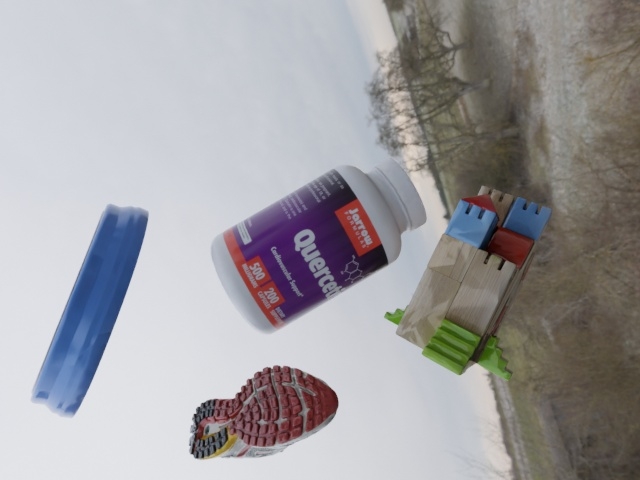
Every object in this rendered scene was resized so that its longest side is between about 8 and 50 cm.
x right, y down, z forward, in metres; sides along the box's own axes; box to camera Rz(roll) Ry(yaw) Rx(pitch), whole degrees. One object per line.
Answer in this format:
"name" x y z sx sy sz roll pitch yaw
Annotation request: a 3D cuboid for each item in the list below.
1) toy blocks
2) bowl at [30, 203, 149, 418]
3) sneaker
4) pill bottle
"toy blocks" 0.246 0.045 0.701 0.261 0.190 0.381 -65 -26 2
"bowl" -0.424 0.115 0.860 0.077 0.391 0.391 21 -136 -24
"sneaker" -0.063 0.213 0.570 0.092 0.225 0.088 26 -131 -39
"pill bottle" 0.000 0.000 0.753 0.182 0.322 0.181 59 178 3
